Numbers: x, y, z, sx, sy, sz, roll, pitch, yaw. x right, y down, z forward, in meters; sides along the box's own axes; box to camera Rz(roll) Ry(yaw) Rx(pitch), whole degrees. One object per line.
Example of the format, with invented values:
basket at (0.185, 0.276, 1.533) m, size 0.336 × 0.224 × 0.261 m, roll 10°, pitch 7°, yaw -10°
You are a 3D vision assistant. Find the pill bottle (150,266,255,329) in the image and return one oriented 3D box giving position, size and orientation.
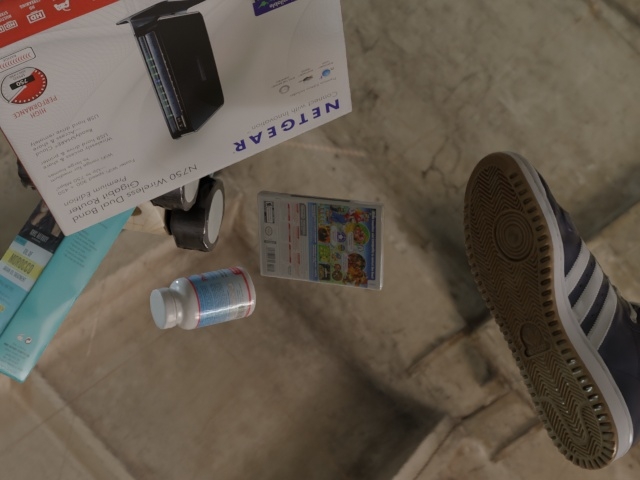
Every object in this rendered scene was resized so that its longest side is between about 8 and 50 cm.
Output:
pill bottle at (-0.195, 0.098, 1.588) m, size 0.160 × 0.087 × 0.087 m, roll -11°, pitch -114°, yaw -32°

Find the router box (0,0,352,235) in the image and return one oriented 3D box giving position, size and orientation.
router box at (-0.143, -0.180, 0.903) m, size 0.335 × 0.301 × 0.082 m, roll -25°, pitch -122°, yaw -9°

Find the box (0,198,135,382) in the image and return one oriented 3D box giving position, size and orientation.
box at (-0.322, 0.035, 1.121) m, size 0.060 × 0.100 × 0.244 m, roll 40°, pitch -104°, yaw -42°

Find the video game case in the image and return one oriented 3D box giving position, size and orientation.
video game case at (0.000, 0.000, 0.911) m, size 0.122 × 0.087 × 0.011 m, roll 7°, pitch -155°, yaw 16°

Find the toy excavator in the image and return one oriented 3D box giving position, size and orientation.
toy excavator at (-0.239, -0.259, 1.293) m, size 0.222 × 0.433 × 0.445 m, roll 7°, pitch -111°, yaw 7°

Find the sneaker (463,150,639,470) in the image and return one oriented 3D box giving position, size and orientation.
sneaker at (0.236, 0.045, 0.861) m, size 0.153 × 0.099 × 0.282 m, roll -16°, pitch -97°, yaw -34°
